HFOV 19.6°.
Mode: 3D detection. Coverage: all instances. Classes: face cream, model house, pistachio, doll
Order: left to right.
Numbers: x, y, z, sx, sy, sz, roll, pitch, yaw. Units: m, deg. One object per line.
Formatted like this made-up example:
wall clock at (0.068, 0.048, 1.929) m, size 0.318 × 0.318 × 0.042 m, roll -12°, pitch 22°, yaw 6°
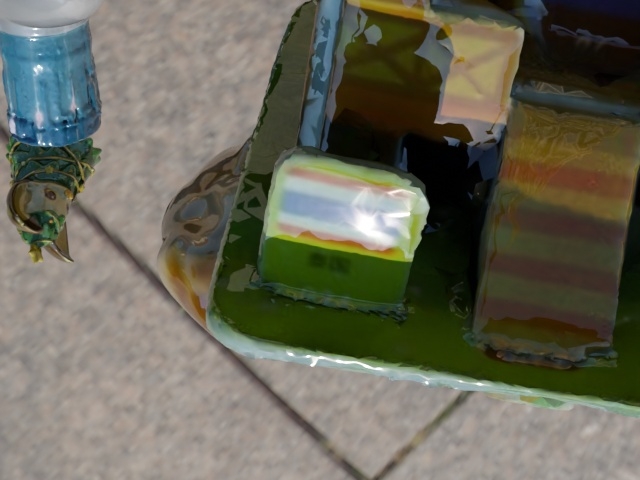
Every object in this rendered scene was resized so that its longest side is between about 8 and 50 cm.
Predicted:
face cream at (-0.178, -0.217, 1.119) m, size 0.163 × 0.080 × 0.337 m, roll 39°, pitch 140°, yaw 48°
doll at (-0.230, -0.033, 1.480) m, size 0.076 × 0.113 × 0.078 m, roll 4°, pitch 154°, yaw 34°
pistachio at (0.000, 0.000, 1.064) m, size 0.144 × 0.215 × 0.144 m, roll 3°, pitch 94°, yaw 44°
model house at (0.162, -0.106, 0.620) m, size 0.357 × 0.242 × 0.313 m, roll 13°, pitch 130°, yaw 2°
